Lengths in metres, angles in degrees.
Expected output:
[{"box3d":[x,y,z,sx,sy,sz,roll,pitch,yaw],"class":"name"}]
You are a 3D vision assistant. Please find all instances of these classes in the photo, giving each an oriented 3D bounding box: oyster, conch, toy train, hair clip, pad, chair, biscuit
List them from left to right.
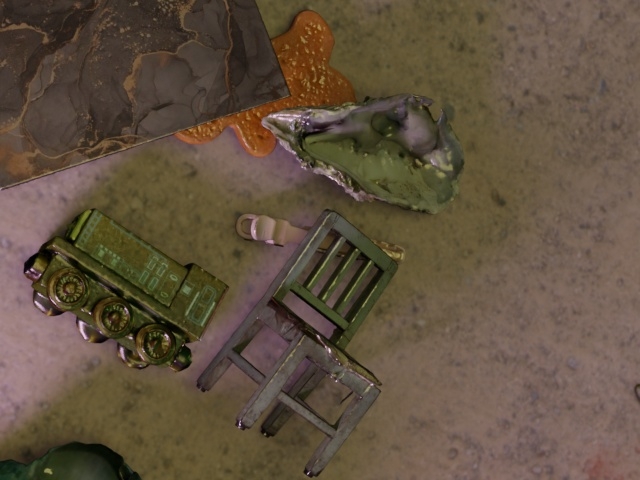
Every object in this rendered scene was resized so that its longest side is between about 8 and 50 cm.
[{"box3d":[-0.323,0.312,1.741,0.202,0.134,0.196,27,49,-16],"class":"conch"},{"box3d":[-0.239,-0.228,1.822,0.367,0.007,0.248,-19,85,-19],"class":"pad"},{"box3d":[-0.228,0.056,1.808,0.225,0.090,0.137,35,69,-18],"class":"toy train"},{"box3d":[-0.083,-0.185,1.898,0.250,0.036,0.165,-23,96,-25],"class":"biscuit"},{"box3d":[0.000,0.000,1.923,0.226,0.072,0.034,11,89,-30],"class":"hair clip"},{"box3d":[0.002,0.118,1.831,0.136,0.147,0.270,41,85,-31],"class":"chair"},{"box3d":[0.070,-0.102,1.917,0.252,0.087,0.199,-25,116,-24],"class":"oyster"}]
